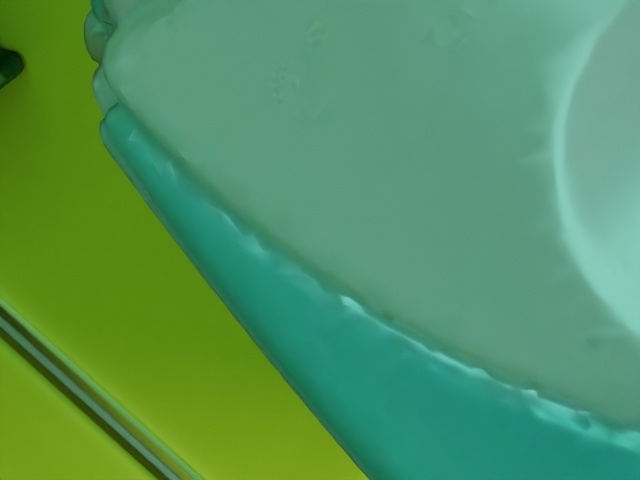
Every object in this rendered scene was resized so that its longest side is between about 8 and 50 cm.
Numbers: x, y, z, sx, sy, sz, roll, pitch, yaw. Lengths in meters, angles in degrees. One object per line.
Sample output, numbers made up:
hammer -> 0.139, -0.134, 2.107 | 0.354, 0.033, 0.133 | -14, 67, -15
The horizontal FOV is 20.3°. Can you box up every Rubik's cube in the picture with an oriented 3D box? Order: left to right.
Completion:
Rubik's cube -> 0.181, -0.070, 0.599 | 0.351, 0.347, 0.352 | -37, 92, 28

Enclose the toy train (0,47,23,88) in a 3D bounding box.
toy train -> -0.278, -0.101, 0.821 | 0.145, 0.266, 0.202 | -16, 109, 26
